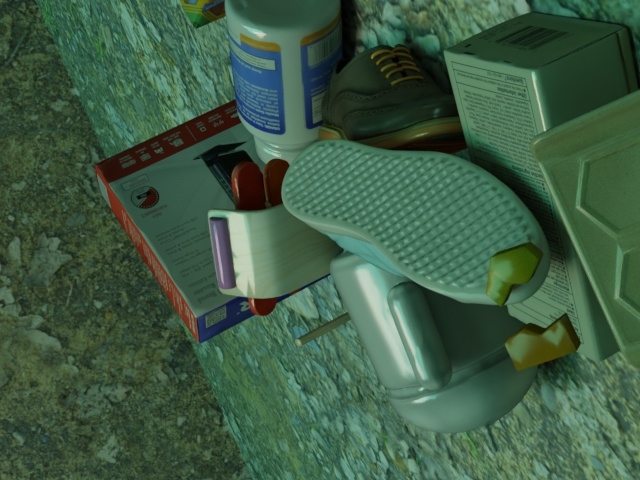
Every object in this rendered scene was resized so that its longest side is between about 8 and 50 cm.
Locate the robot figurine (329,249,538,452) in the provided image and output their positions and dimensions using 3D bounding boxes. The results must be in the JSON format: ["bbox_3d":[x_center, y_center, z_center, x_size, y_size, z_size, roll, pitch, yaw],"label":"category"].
[{"bbox_3d":[0.142,0.087,1.485,0.353,0.199,0.300,65,-159,-5],"label":"robot figurine"}]

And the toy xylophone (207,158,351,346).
[{"bbox_3d":[0.000,0.000,1.568,0.081,0.322,0.236,14,111,44],"label":"toy xylophone"}]

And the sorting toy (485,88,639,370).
[{"bbox_3d":[0.274,-0.007,1.023,0.307,0.041,0.229,-24,96,30],"label":"sorting toy"}]

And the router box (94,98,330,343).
[{"bbox_3d":[-0.108,-0.055,1.753,0.301,0.335,0.082,53,159,26],"label":"router box"}]

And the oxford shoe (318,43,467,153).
[{"bbox_3d":[0.079,-0.166,1.416,0.363,0.130,0.133,-165,73,-68],"label":"oxford shoe"}]

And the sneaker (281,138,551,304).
[{"bbox_3d":[0.121,-0.015,1.259,0.150,0.135,0.366,28,-179,-41],"label":"sneaker"}]

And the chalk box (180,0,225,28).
[{"bbox_3d":[-0.130,-0.408,1.661,0.132,0.132,0.213,63,162,3],"label":"chalk box"}]

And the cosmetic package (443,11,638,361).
[{"bbox_3d":[0.239,-0.056,1.187,0.160,0.113,0.309,31,144,59],"label":"cosmetic package"}]

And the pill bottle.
[{"bbox_3d":[-0.045,-0.228,1.641,0.152,0.152,0.272,50,157,34],"label":"pill bottle"}]
